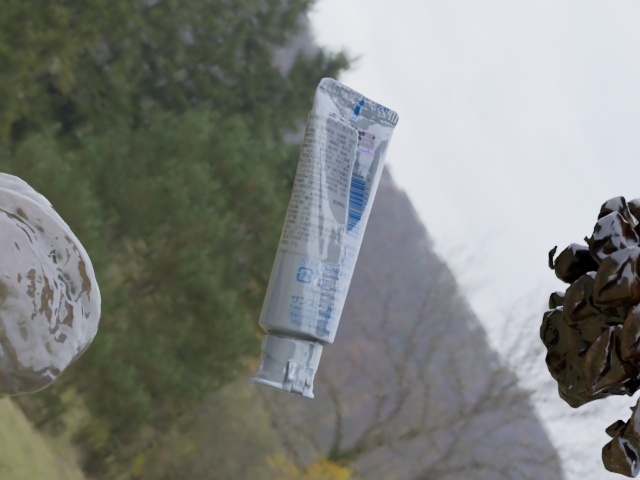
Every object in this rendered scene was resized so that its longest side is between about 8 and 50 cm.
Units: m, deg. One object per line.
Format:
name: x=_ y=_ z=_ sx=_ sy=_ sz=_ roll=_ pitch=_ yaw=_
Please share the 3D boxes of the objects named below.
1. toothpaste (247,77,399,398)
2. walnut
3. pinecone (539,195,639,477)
toothpaste: x=0.000 y=0.000 z=1.342 sx=0.114 sy=0.299 sz=0.073 roll=22 pitch=-10 yaw=-40
walnut: x=-0.314 y=0.043 z=1.317 sx=0.224 sy=0.224 sz=0.224 roll=60 pitch=-3 yaw=5
pinecone: x=0.334 y=0.091 z=1.269 sx=0.242 sy=0.298 sz=0.296 roll=-65 pitch=-143 yaw=38
